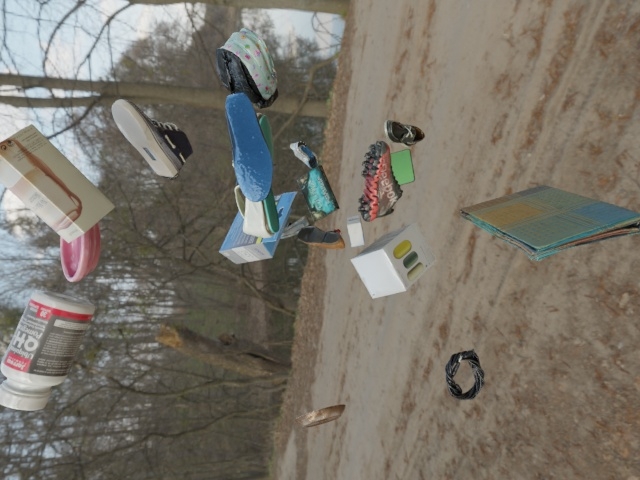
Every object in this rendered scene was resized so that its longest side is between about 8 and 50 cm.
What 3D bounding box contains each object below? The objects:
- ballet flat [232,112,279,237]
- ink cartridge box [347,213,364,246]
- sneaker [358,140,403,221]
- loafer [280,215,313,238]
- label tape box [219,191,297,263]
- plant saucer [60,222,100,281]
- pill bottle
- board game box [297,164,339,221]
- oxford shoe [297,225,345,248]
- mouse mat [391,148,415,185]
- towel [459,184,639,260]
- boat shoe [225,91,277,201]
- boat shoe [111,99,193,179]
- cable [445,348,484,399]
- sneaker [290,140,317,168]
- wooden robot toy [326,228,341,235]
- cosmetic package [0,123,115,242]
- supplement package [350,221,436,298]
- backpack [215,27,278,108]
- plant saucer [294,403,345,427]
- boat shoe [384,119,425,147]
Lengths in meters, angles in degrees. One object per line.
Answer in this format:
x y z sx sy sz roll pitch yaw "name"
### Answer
-0.219 -0.204 1.370 0.139 0.139 0.399 173 92 -77 "ballet flat"
0.157 -0.048 1.907 0.181 0.062 0.104 -74 -27 -74 "ink cartridge box"
0.204 -0.192 1.392 0.097 0.135 0.275 -118 27 -56 "sneaker"
-0.139 -0.072 2.379 0.268 0.096 0.084 -16 91 48 "loafer"
-0.229 -0.048 1.753 0.348 0.115 0.249 -9 50 40 "label tape box"
-1.000 0.006 1.790 0.332 0.084 0.331 -1 88 46 "plant saucer"
-0.815 0.319 1.265 0.176 0.177 0.318 154 135 -76 "pill bottle"
-0.011 -0.182 1.673 0.126 0.026 0.186 -29 79 37 "board game box"
0.000 0.000 1.605 0.212 0.076 0.076 15 66 40 "oxford shoe"
0.310 -0.297 1.790 0.007 0.153 0.189 51 -149 -51 "mouse mat"
0.542 -0.058 1.053 0.370 0.272 0.040 -112 7 -72 "towel"
-0.164 -0.221 1.034 0.089 0.109 0.257 -168 72 -81 "boat shoe"
-0.594 -0.391 1.546 0.158 0.127 0.340 -63 -29 -30 "boat shoe"
0.490 0.467 1.454 0.047 0.151 0.184 8 114 60 "cable"
-0.085 -0.434 2.171 0.083 0.190 0.071 12 65 41 "sneaker"
0.052 0.001 1.834 0.076 0.173 0.078 -30 80 34 "wooden robot toy"
-0.750 -0.149 1.193 0.153 0.296 0.129 -18 31 43 "cosmetic package"
0.313 0.084 1.815 0.198 0.263 0.199 -24 97 50 "supplement package"
-0.189 -0.448 1.111 0.115 0.152 0.182 -57 -23 -16 "backpack"
0.004 0.660 1.602 0.198 0.199 0.036 110 147 -56 "plant saucer"
0.295 -0.385 1.517 0.079 0.233 0.083 -6 88 36 "boat shoe"
